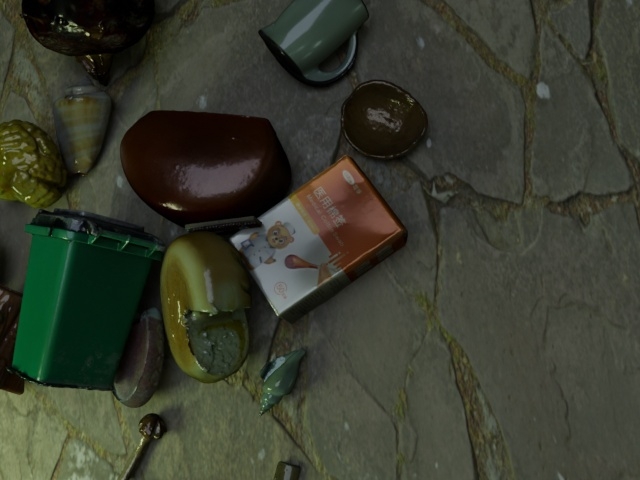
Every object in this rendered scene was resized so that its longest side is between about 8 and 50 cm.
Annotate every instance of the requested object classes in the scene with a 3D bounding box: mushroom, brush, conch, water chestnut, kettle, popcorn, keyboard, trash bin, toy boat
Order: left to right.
[{"bbox_3d":[-0.745,-0.188,1.811,0.225,0.203,0.201,31,73,-22],"label":"popcorn"},{"bbox_3d":[-0.616,-0.299,1.830,0.158,0.127,0.255,-2,77,9],"label":"conch"},{"bbox_3d":[-0.527,0.133,1.614,0.295,0.259,0.382,6,83,47],"label":"trash bin"},{"bbox_3d":[-0.580,-0.568,1.830,0.334,0.347,0.335,-4,38,3],"label":"water chestnut"},{"bbox_3d":[-0.412,0.484,1.640,0.061,0.060,0.187,24,85,16],"label":"mushroom"},{"bbox_3d":[-0.413,0.274,1.671,0.155,0.085,0.228,-12,66,39],"label":"toy boat"},{"bbox_3d":[-0.215,-0.032,1.587,0.165,0.055,0.017,-7,72,16],"label":"keyboard"},{"bbox_3d":[-0.102,0.626,1.555,0.054,0.048,0.283,11,77,10],"label":"brush"},{"bbox_3d":[-0.094,0.318,1.624,0.065,0.088,0.180,39,76,-27],"label":"conch"},{"bbox_3d":[-0.001,-0.501,1.761,0.236,0.161,0.221,-44,104,-1],"label":"kettle"}]

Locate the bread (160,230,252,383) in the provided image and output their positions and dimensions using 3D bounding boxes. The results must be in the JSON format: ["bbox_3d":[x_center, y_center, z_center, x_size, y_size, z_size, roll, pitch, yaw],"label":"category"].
[{"bbox_3d":[-0.249,0.140,1.595,0.160,0.333,0.333,-6,71,-32],"label":"bread"}]

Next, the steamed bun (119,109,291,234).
[{"bbox_3d":[-0.268,-0.145,1.670,0.378,0.235,0.248,5,74,9],"label":"steamed bun"}]

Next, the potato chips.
[{"bbox_3d":[0.152,-0.283,1.717,0.207,0.062,0.196,-2,82,9],"label":"potato chips"}]

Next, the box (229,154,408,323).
[{"bbox_3d":[0.000,0.000,1.635,0.341,0.143,0.225,-35,73,2],"label":"box"}]

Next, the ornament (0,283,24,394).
[{"bbox_3d":[-0.767,0.218,1.690,0.235,0.221,0.218,25,75,-3],"label":"ornament"}]
